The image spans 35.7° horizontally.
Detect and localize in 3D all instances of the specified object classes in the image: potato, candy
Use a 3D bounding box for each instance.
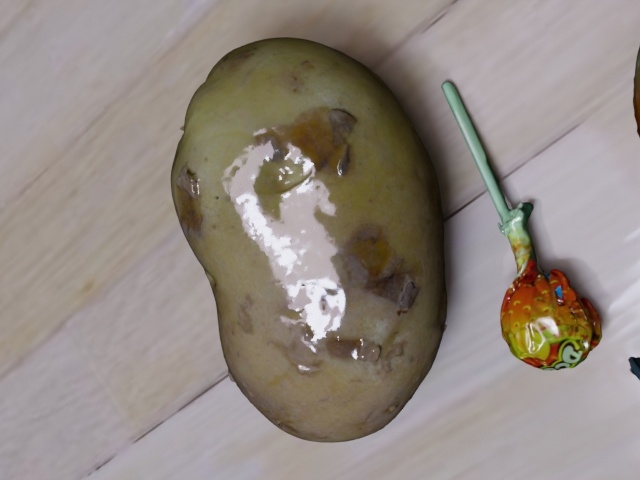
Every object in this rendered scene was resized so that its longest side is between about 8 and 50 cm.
[{"bbox_3d":[0.000,0.000,0.633,0.165,0.165,0.262,-12,99,27],"label":"potato"},{"bbox_3d":[0.118,-0.012,0.634,0.060,0.060,0.201,-26,79,27],"label":"candy"}]

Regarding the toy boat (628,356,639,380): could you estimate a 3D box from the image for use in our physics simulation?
[{"bbox_3d":[0.273,0.146,0.554,0.246,0.093,0.103,41,106,14],"label":"toy boat"}]

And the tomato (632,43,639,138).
[{"bbox_3d":[0.273,-0.103,0.431,0.239,0.303,0.303,37,113,33],"label":"tomato"}]
